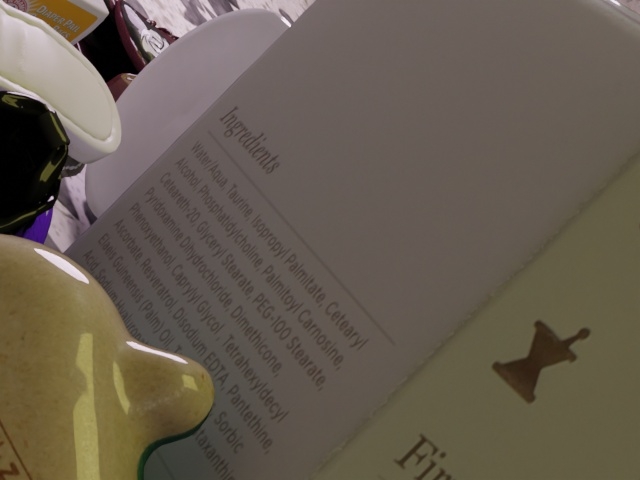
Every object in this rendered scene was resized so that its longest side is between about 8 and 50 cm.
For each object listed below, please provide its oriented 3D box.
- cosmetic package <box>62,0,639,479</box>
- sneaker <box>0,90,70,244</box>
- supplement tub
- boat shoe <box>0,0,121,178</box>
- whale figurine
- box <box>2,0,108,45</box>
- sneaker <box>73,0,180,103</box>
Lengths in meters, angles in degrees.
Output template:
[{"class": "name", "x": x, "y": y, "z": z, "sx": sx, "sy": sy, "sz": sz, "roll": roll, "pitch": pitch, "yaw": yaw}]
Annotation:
[{"class": "cosmetic package", "x": 0.079, "y": 0.085, "z": 1.035, "sx": 0.329, "sy": 0.393, "sz": 0.327, "roll": 43, "pitch": 3, "yaw": -33}, {"class": "sneaker", "x": -0.191, "y": -0.027, "z": 1.050, "sx": 0.102, "sy": 0.146, "sz": 0.293, "roll": 55, "pitch": 17, "yaw": -1}, {"class": "supplement tub", "x": 0.000, "y": 0.000, "z": 1.385, "sx": 0.316, "sy": 0.228, "sz": 0.228, "roll": 43, "pitch": 21, "yaw": -35}, {"class": "boat shoe", "x": -0.257, "y": -0.136, "z": 1.175, "sx": 0.305, "sy": 0.091, "sz": 0.109, "roll": 43, "pitch": 30, "yaw": -34}, {"class": "whale figurine", "x": -0.139, "y": 0.127, "z": 0.843, "sx": 0.272, "sy": 0.216, "sz": 0.141, "roll": 53, "pitch": -13, "yaw": 32}, {"class": "box", "x": -0.253, "y": -0.223, "z": 1.323, "sx": 0.114, "sy": 0.103, "sz": 0.203, "roll": 22, "pitch": 37, "yaw": -62}, {"class": "sneaker", "x": -0.128, "y": -0.160, "z": 1.559, "sx": 0.162, "sy": 0.106, "sz": 0.281, "roll": 46, "pitch": 19, "yaw": -19}]
